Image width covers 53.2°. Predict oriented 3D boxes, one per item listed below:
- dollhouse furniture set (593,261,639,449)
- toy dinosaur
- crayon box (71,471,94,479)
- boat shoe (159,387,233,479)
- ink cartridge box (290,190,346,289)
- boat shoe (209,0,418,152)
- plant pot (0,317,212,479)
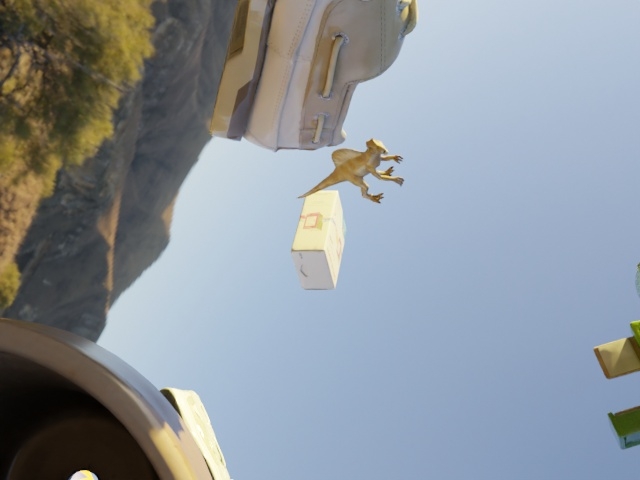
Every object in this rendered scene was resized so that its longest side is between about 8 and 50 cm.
[{"bbox_3d":[0.488,0.173,0.978,0.151,0.301,0.197,-21,-126,15],"label":"dollhouse furniture set"},{"bbox_3d":[0.049,-0.091,0.841,0.183,0.093,0.053,-29,-139,54],"label":"toy dinosaur"},{"bbox_3d":[-0.370,0.318,0.746,0.323,0.203,0.083,48,-69,32],"label":"crayon box"},{"bbox_3d":[-0.241,0.438,1.283,0.118,0.103,0.320,-47,-123,19],"label":"boat shoe"},{"bbox_3d":[0.000,0.000,0.938,0.052,0.088,0.122,1,-132,16],"label":"ink cartridge box"},{"bbox_3d":[0.008,-0.158,0.394,0.302,0.103,0.113,129,-29,-62],"label":"boat shoe"},{"bbox_3d":[-0.177,0.180,0.389,0.263,0.263,0.229,-62,177,-8],"label":"plant pot"}]
